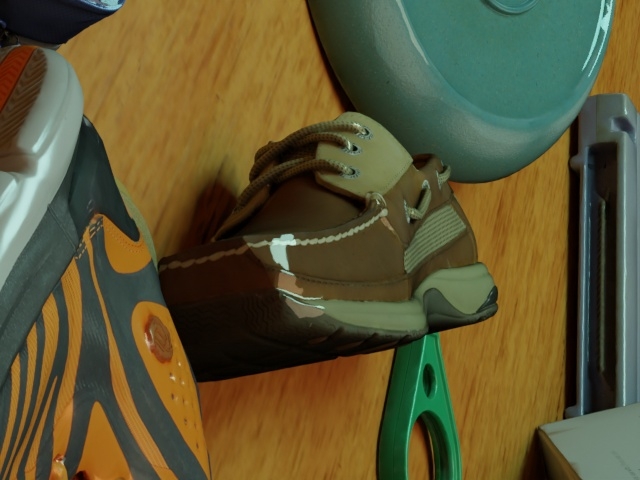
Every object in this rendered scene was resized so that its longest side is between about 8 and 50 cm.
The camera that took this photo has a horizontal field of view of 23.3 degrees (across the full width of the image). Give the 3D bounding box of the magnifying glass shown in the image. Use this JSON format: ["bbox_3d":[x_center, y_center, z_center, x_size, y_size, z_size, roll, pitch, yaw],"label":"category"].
[{"bbox_3d":[0.063,0.081,0.990,0.092,0.026,0.231,22,67,-61],"label":"magnifying glass"}]

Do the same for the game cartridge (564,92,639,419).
[{"bbox_3d":[0.281,0.075,1.396,0.230,0.068,0.355,45,45,-57],"label":"game cartridge"}]

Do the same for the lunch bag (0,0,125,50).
[{"bbox_3d":[-0.118,-0.119,0.616,0.067,0.065,0.098,23,60,-38],"label":"lunch bag"}]

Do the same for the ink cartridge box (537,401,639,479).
[{"bbox_3d":[0.323,0.223,1.141,0.197,0.270,0.198,-114,-168,-79],"label":"ink cartridge box"}]

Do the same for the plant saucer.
[{"bbox_3d":[0.108,-0.197,1.015,0.317,0.044,0.317,3,85,-46],"label":"plant saucer"}]

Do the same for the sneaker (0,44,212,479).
[{"bbox_3d":[-0.113,0.092,0.513,0.180,0.125,0.321,62,33,-35],"label":"sneaker"}]

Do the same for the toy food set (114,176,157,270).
[{"bbox_3d":[-0.099,0.011,0.678,0.082,0.020,0.083,-12,95,-64],"label":"toy food set"}]

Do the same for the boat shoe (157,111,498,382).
[{"bbox_3d":[0.000,0.000,0.790,0.324,0.123,0.120,-2,81,-72],"label":"boat shoe"}]
